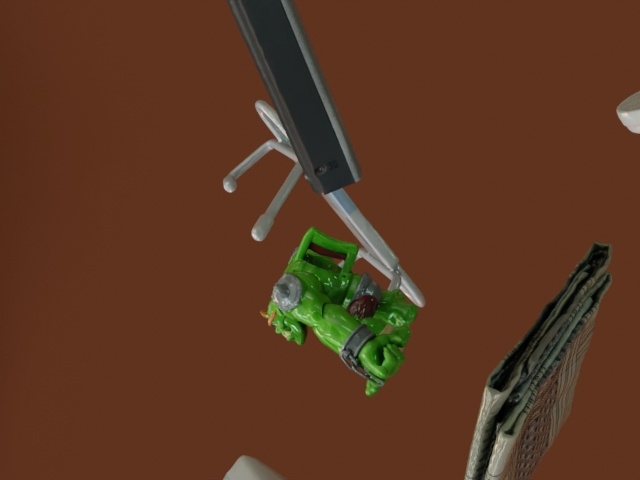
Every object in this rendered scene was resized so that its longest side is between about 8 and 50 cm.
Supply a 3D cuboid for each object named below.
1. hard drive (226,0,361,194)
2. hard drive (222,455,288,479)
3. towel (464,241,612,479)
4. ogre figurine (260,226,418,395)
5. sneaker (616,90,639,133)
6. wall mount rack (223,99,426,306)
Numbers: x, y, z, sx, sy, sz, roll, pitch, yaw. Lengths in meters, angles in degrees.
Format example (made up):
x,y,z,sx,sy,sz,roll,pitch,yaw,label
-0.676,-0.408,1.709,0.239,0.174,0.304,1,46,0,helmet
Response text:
x,y,z,sx,sy,sz,roll,pitch,yaw,label
-0.024,-0.092,0.522,0.022,0.094,0.135,-22,139,2,hard drive
0.050,0.326,1.286,0.233,0.353,0.047,38,90,-22,hard drive
0.259,0.199,1.715,0.056,0.312,0.324,26,136,22,towel
0.019,0.053,1.191,0.118,0.197,0.097,33,123,-2,ogre figurine
0.533,-0.138,1.809,0.292,0.108,0.169,-12,115,30,sneaker
0.000,0.000,1.783,0.130,0.304,0.350,-40,108,-2,wall mount rack
